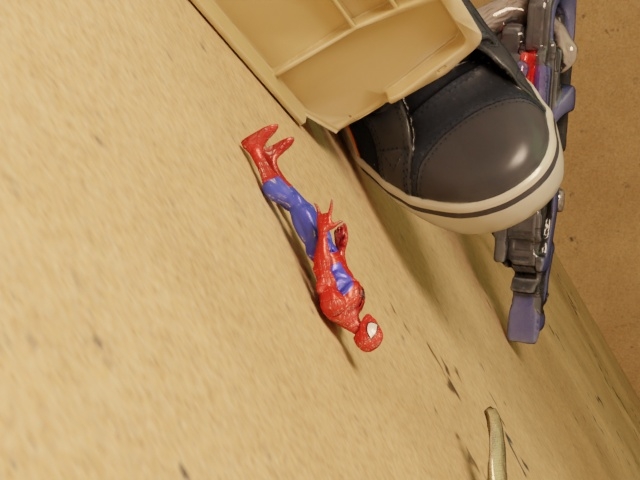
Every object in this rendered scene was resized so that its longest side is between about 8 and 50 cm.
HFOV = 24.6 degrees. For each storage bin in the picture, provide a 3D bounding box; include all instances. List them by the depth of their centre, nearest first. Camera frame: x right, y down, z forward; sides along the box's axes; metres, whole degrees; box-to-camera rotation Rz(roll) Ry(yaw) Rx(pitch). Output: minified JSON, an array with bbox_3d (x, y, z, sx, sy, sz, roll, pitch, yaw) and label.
[{"bbox_3d":[-0.039,-0.233,0.848,0.260,0.123,0.262,45,18,-55],"label":"storage bin"}]

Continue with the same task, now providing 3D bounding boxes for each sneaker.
[{"bbox_3d":[0.045,-0.135,0.989,0.321,0.126,0.127,55,-2,45],"label":"sneaker"}]

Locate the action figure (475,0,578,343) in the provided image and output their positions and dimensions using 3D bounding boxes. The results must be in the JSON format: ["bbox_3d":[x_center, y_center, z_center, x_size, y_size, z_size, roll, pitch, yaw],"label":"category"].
[{"bbox_3d":[0.146,-0.082,1.358,0.330,0.178,0.341,10,85,-75],"label":"action figure"}]

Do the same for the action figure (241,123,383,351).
[{"bbox_3d":[0.000,0.000,0.676,0.115,0.030,0.038,66,7,18],"label":"action figure"}]

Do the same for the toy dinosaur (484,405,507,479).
[{"bbox_3d":[0.145,0.208,0.730,0.268,0.064,0.118,59,4,5],"label":"toy dinosaur"}]
